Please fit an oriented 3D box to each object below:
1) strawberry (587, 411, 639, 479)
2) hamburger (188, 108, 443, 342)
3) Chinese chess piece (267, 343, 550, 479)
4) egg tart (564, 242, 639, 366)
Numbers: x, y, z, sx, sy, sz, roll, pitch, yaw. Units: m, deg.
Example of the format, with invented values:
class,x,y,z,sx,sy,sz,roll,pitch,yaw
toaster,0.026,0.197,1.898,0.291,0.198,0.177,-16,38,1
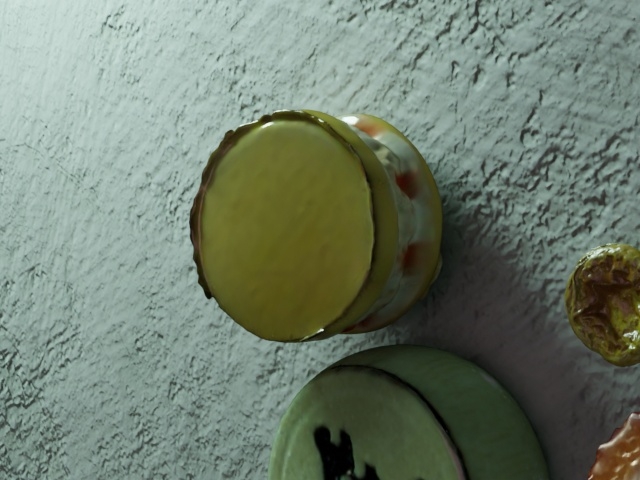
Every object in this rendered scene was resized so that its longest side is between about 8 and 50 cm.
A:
class,x,y,z,sx,sy,sz,roll,pitch,yaw
strawberry,0.376,0.234,1.945,0.236,0.111,0.190,-54,43,6
hamburger,0.000,0.000,2.229,0.261,0.186,0.302,51,116,28
Chinese chess piece,0.090,0.289,2.196,0.349,0.146,0.349,5,97,45
egg tart,0.306,0.065,2.022,0.130,0.052,0.130,5,98,43
